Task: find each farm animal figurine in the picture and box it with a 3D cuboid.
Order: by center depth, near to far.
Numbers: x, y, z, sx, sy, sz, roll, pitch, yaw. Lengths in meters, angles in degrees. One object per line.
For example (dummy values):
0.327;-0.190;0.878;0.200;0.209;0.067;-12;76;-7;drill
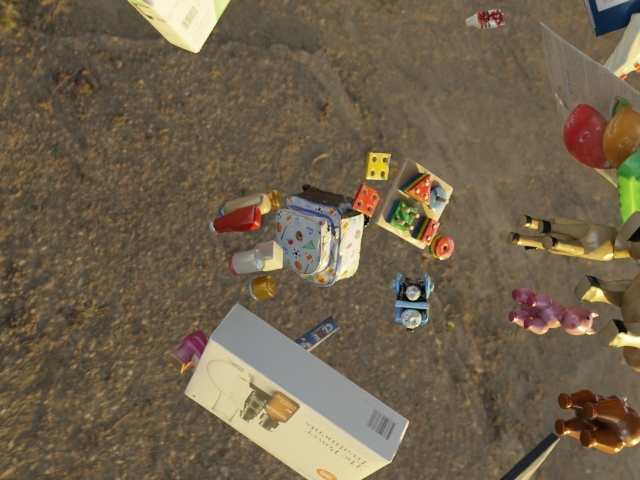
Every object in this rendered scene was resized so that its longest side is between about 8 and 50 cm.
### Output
0.381;0.070;0.719;0.172;0.326;0.330;5;61;-14;farm animal figurine

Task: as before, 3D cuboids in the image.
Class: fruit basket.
0.477;-0.146;0.922;0.327;0.165;0.353;45;15;-52;fruit basket

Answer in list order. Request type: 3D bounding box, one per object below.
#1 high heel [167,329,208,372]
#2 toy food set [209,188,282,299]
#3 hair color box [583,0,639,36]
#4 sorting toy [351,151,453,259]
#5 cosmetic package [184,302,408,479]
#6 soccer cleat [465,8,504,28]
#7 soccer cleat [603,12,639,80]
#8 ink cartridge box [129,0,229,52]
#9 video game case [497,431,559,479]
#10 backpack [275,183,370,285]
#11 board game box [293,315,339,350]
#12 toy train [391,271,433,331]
-0.243;0.319;1.468;0.244;0.082;0.117;34;43;13;high heel
-0.141;-0.002;1.131;0.111;0.105;0.232;48;36;-54;toy food set
0.530;-0.514;1.136;0.173;0.105;0.347;64;30;-22;hair color box
0.178;-0.066;1.120;0.275;0.046;0.132;27;89;-35;sorting toy
-0.062;0.317;1.167;0.377;0.284;0.097;34;53;2;cosmetic package
0.262;-0.350;0.969;0.083;0.036;0.029;-20;103;-44;soccer cleat
0.526;-0.331;1.012;0.068;0.196;0.076;-25;77;-29;soccer cleat
-0.358;-0.628;1.479;0.201;0.117;0.278;-60;153;-5;ink cartridge box
0.401;0.532;1.310;0.196;0.274;0.026;-28;54;-26;video game case
0.000;0.000;1.775;0.213;0.277;0.263;-25;122;-34;backpack
-0.078;0.298;1.602;0.243;0.165;0.042;-31;79;-33;board game box
0.179;0.118;1.193;0.184;0.080;0.105;-4;96;-82;toy train
